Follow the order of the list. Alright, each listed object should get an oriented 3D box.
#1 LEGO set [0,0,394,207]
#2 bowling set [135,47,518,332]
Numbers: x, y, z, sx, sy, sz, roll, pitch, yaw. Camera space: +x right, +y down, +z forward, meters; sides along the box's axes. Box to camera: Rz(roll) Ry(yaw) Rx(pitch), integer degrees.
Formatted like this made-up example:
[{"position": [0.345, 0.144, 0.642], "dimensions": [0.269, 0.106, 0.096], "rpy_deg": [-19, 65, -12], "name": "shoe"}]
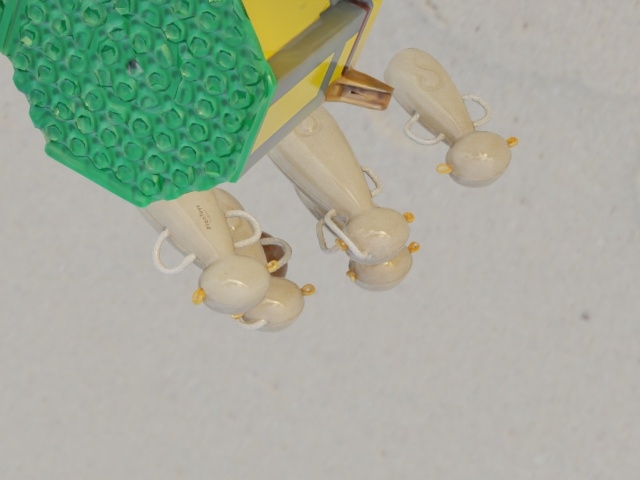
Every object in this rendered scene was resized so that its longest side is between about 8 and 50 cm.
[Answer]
[{"position": [-0.070, -0.180, 0.410], "dimensions": [0.331, 0.192, 0.255], "rpy_deg": [22, 121, 14], "name": "LEGO set"}, {"position": [0.000, 0.000, 1.258], "dimensions": [0.154, 0.287, 0.200], "rpy_deg": [55, 155, 30], "name": "bowling set"}]
